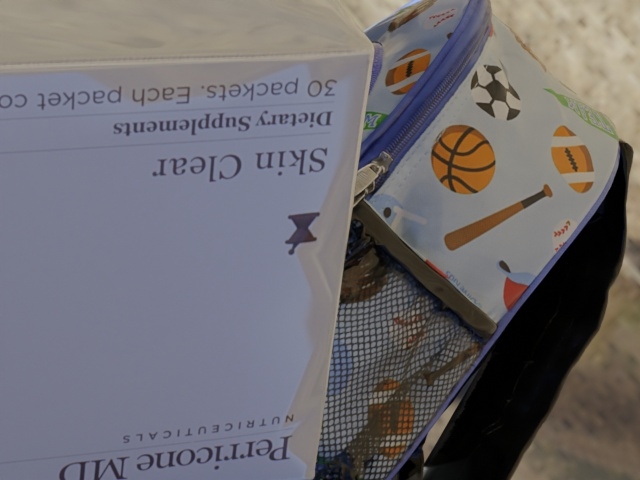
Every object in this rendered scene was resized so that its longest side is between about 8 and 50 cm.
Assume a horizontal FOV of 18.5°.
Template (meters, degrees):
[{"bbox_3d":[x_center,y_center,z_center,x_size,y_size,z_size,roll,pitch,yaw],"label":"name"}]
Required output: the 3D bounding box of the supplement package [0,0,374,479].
[{"bbox_3d":[-0.145,-0.031,0.577,0.204,0.262,0.145,-120,31,-53],"label":"supplement package"}]

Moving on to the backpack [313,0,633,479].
[{"bbox_3d":[0.000,0.000,0.904,0.213,0.263,0.276,52,163,-17],"label":"backpack"}]
